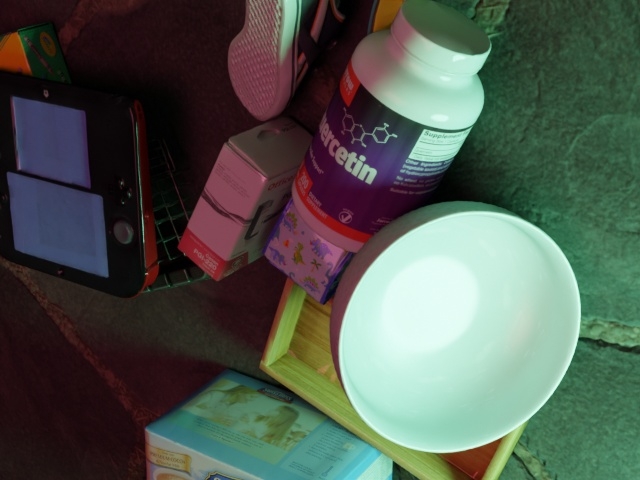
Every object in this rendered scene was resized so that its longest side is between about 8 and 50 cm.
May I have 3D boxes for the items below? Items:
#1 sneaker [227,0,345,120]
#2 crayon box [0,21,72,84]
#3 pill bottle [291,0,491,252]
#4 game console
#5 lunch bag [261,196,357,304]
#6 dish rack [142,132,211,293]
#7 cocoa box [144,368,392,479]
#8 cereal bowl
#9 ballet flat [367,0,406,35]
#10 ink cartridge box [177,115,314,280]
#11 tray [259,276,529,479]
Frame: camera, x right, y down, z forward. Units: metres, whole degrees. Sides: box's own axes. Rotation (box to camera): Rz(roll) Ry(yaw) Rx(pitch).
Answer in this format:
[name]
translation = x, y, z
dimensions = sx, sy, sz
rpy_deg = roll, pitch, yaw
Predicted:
[sneaker]
translation = -0.041, -0.288, 1.513
dimensions = 0.126, 0.127, 0.321
rpy_deg = 51, 155, 13
[crayon box]
translation = -0.502, -0.223, 1.884
dimensions = 0.165, 0.081, 0.278
rpy_deg = -5, 107, 37
[pill bottle]
translation = 0.095, -0.148, 1.430
dimensions = 0.181, 0.181, 0.323
rpy_deg = 38, 127, 15
[game console]
translation = -0.429, -0.095, 1.794
dimensions = 0.386, 0.060, 0.342
rpy_deg = 14, 119, 31
[lunch bag]
translation = 0.000, 0.000, 1.606
dimensions = 0.129, 0.096, 0.151
rpy_deg = 40, 105, 17
[dish rack]
translation = -0.275, -0.045, 1.814
dimensions = 0.208, 0.074, 0.271
rpy_deg = -14, 100, 38
[cocoa box]
translation = -0.083, 0.397, 1.772
dimensions = 0.347, 0.231, 0.228
rpy_deg = 16, 119, 29
[cereal bowl]
translation = 0.165, 0.102, 1.452
dimensions = 0.141, 0.339, 0.339
rpy_deg = -130, 31, -66
[ballet flat]
translation = 0.117, -0.354, 1.396
dimensions = 0.077, 0.077, 0.231
rpy_deg = 17, 119, 10
[ink cartridge box]
translation = -0.101, -0.064, 1.622
dimensions = 0.092, 0.158, 0.218
rpy_deg = 40, 128, 16
[tray]
translation = 0.109, 0.216, 1.658
dimensions = 0.411, 0.076, 0.203
rpy_deg = 32, 126, 21
